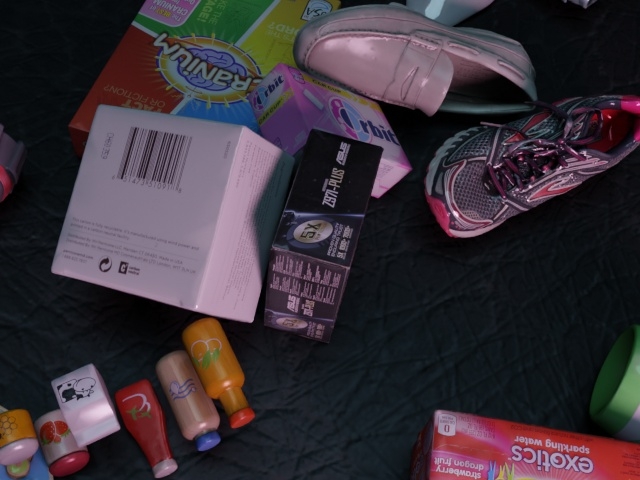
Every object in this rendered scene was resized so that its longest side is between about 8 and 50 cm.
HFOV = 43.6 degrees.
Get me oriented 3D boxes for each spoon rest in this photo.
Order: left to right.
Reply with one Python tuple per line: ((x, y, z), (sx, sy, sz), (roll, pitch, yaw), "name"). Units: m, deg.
((0.164, -0.344, 1.122), (0.137, 0.084, 0.276), (29, 48, 11), "spoon rest")

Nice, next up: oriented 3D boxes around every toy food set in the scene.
((-0.181, 0.176, 0.754), (0.232, 0.111, 0.104), (-24, 65, -14), "toy food set")

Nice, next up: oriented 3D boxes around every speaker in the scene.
((0.429, 0.193, 0.788), (0.297, 0.131, 0.131), (24, 61, 9), "speaker")

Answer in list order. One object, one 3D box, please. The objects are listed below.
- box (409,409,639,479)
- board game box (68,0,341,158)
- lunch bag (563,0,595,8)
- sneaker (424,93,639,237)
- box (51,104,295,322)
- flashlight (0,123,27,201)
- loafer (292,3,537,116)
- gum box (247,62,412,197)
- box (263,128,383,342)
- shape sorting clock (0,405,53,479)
((0.212, 0.253, 0.736), (0.257, 0.122, 0.128), (9, 59, 1), "box")
((-0.133, -0.208, 1.012), (0.242, 0.064, 0.316), (17, 59, 5), "board game box")
((0.369, -0.482, 1.167), (0.223, 0.160, 0.262), (37, 75, 13), "lunch bag")
((0.251, -0.102, 0.932), (0.299, 0.112, 0.121), (-29, 99, -19), "sneaker")
((-0.146, -0.027, 0.809), (0.181, 0.119, 0.182), (12, 85, 25), "box")
((-0.406, 0.011, 0.839), (0.103, 0.103, 0.304), (10, 58, -2), "flashlight")
((0.125, -0.212, 0.981), (0.319, 0.112, 0.111), (1, 48, -18), "loafer")
((0.017, -0.121, 0.923), (0.188, 0.062, 0.107), (11, 48, -47), "gum box")
((0.000, 0.000, 0.833), (0.078, 0.180, 0.147), (15, 60, 3), "box")
((-0.350, 0.235, 0.725), (0.206, 0.040, 0.206), (10, 57, -16), "shape sorting clock")
